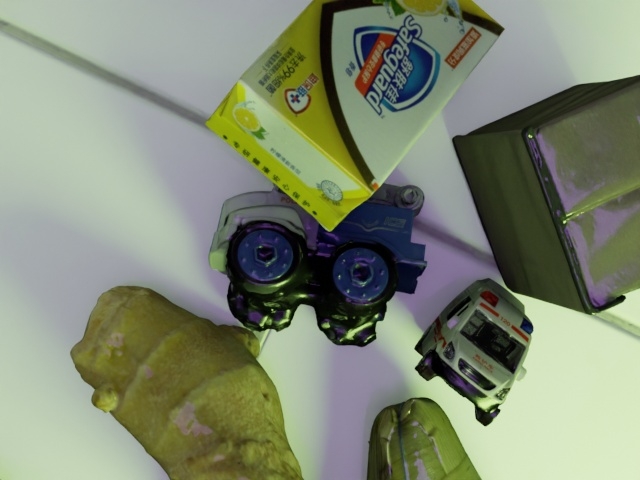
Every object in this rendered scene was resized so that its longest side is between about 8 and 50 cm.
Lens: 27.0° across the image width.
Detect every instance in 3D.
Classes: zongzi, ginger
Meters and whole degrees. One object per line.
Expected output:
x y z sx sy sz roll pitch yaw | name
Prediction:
0.061 0.304 1.364 0.256 0.115 0.228 -30 85 12 | zongzi
-0.107 0.190 1.319 0.189 0.126 0.354 -20 72 -38 | ginger

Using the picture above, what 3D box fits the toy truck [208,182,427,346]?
0.000 0.000 1.334 0.213 0.161 0.177 10 72 -1 | toy truck

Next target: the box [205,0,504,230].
0.037 -0.160 1.285 0.168 0.097 0.265 42 59 -1 | box

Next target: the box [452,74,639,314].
0.251 -0.048 1.278 0.153 0.252 0.188 -21 93 -6 | box

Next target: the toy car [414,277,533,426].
0.156 0.101 1.298 0.089 0.210 0.108 40 96 0 | toy car
